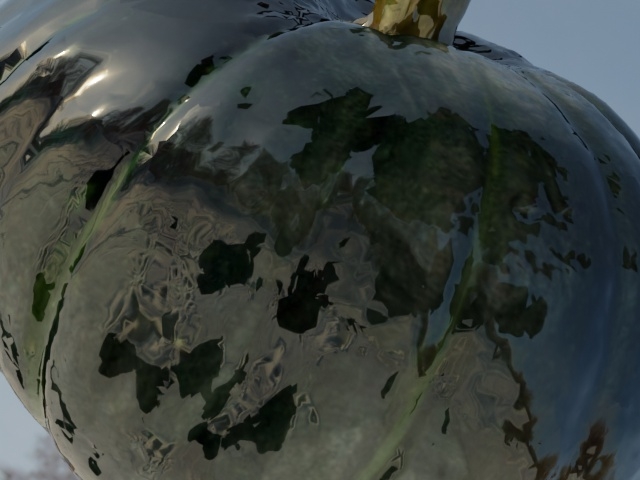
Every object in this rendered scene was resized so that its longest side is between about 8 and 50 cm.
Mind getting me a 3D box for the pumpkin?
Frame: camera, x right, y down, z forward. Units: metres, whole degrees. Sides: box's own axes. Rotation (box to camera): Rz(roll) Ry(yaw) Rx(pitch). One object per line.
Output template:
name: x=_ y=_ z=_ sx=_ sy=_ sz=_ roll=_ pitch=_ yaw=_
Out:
pumpkin: x=0.000 y=0.000 z=0.518 sx=0.250 sy=0.216 sz=0.250 roll=20 pitch=8 yaw=-3
